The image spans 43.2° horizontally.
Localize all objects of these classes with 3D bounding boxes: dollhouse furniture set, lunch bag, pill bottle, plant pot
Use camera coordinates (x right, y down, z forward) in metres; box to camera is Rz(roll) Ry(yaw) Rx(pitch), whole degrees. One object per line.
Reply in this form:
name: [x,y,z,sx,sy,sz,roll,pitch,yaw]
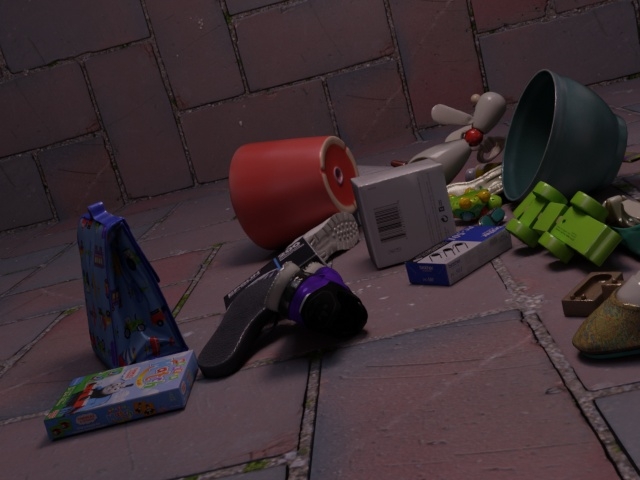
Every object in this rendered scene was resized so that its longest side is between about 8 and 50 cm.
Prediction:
dollhouse furniture set: [0.438,0.026,1.163,0.151,0.123,0.144,-3,18,42]
lunch bag: [-0.376,0.074,1.481,0.138,0.293,0.221,-21,15,-24]
pill bottle: [0.437,-0.168,2.101,0.116,0.065,0.065,-2,18,46]
plant pot: [0.545,-0.211,1.778,0.196,0.293,0.293,11,12,-5]
plant pot: [-0.051,-0.132,1.977,0.243,0.275,0.275,-13,12,30]

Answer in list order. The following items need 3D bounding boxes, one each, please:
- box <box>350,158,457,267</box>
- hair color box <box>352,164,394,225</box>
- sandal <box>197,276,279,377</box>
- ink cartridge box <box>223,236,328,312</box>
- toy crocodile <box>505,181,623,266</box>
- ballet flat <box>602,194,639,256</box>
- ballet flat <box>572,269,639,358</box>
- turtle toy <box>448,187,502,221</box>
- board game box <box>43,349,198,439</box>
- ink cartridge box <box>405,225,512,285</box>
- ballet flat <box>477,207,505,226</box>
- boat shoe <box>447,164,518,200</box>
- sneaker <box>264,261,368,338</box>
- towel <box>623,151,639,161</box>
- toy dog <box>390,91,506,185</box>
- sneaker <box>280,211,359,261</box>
box: [0.174,-0.059,1.677,0.181,0.181,0.119,-16,14,-3]
hair color box: [0.072,-0.131,2.245,0.185,0.114,0.374,-20,15,-24]
sandal: [-0.125,0.148,1.387,0.097,0.055,0.254,-1,35,36]
ink cartridge box: [-0.095,0.076,1.578,0.206,0.045,0.208,-37,14,-2]
toy crocodile: [0.434,-0.024,1.448,0.115,0.105,0.340,-54,17,3]
ballet flat: [0.528,-0.033,1.390,0.083,0.087,0.247,-13,13,-4]
ballet flat: [0.483,0.056,1.012,0.348,0.123,0.123,-13,13,9]
turtle toy: [0.350,-0.081,1.828,0.130,0.066,0.095,-17,13,-13]
board game box: [-0.307,0.240,1.278,0.211,0.039,0.160,-13,13,2]
ink cartridge box: [0.264,0.025,1.530,0.207,0.046,0.097,-26,18,-40]
ballet flat: [0.357,-0.036,1.721,0.041,0.041,0.114,-5,16,37]
boat shoe: [0.363,-0.102,1.935,0.233,0.084,0.079,-21,-25,2]
sneaker: [0.014,0.111,1.358,0.146,0.102,0.293,26,5,14]
towel: [0.771,-0.209,2.027,0.060,0.009,0.083,-19,14,-19]
toy dog: [0.301,-0.234,2.004,0.333,0.220,0.161,-41,61,-15]
sneaker: [0.000,0.000,1.854,0.094,0.090,0.235,-17,6,42]
